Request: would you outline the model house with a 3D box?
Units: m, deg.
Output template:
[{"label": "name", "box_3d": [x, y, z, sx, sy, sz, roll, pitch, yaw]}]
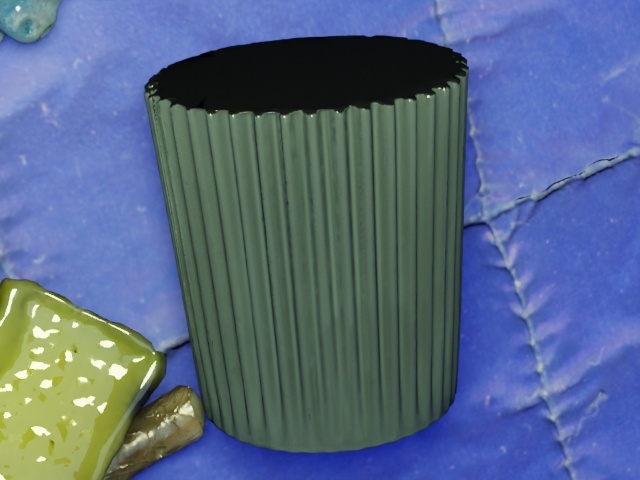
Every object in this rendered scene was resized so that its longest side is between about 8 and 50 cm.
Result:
[{"label": "model house", "box_3d": [-0.262, 0.144, 1.701, 0.174, 0.234, 0.193, 28, 85, -11]}]

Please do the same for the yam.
[{"label": "yam", "box_3d": [-0.239, 0.244, 1.814, 0.299, 0.066, 0.066, -36, 112, -8]}]

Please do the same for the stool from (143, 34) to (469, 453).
[{"label": "stool", "box_3d": [0.000, 0.000, 1.727, 0.297, 0.297, 0.330, -11, 109, -17]}]

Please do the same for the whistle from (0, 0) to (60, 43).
[{"label": "whistle", "box_3d": [-0.232, -0.289, 1.657, 0.269, 0.093, 0.180, -56, 157, 14]}]
